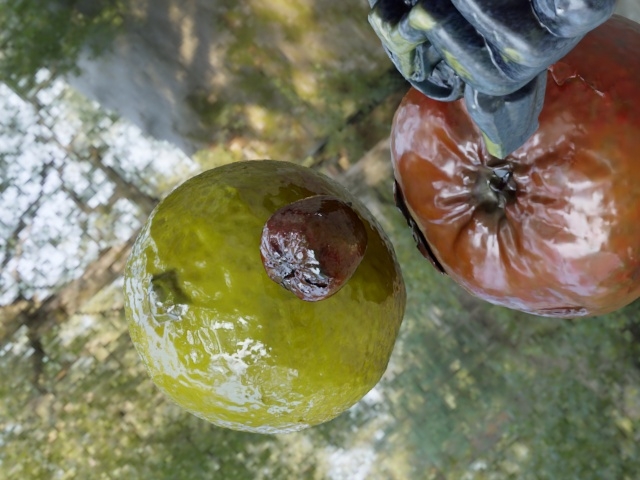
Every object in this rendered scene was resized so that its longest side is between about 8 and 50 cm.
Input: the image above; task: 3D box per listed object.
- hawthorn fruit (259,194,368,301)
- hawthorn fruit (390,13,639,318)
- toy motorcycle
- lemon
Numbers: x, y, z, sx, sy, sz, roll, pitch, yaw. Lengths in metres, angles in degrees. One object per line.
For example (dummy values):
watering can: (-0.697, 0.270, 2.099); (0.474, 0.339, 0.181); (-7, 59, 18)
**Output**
hawthorn fruit: (-0.004, 0.004, 0.775); (0.077, 0.077, 0.077); (44, -165, -15)
hawthorn fruit: (0.221, -0.091, 1.000); (0.276, 0.276, 0.307); (48, -131, 0)
toy motorcycle: (0.057, -0.100, 0.408); (0.124, 0.061, 0.193); (41, 163, 30)
lemon: (-0.048, 0.051, 1.001); (0.267, 0.267, 0.267); (44, -165, -15)
